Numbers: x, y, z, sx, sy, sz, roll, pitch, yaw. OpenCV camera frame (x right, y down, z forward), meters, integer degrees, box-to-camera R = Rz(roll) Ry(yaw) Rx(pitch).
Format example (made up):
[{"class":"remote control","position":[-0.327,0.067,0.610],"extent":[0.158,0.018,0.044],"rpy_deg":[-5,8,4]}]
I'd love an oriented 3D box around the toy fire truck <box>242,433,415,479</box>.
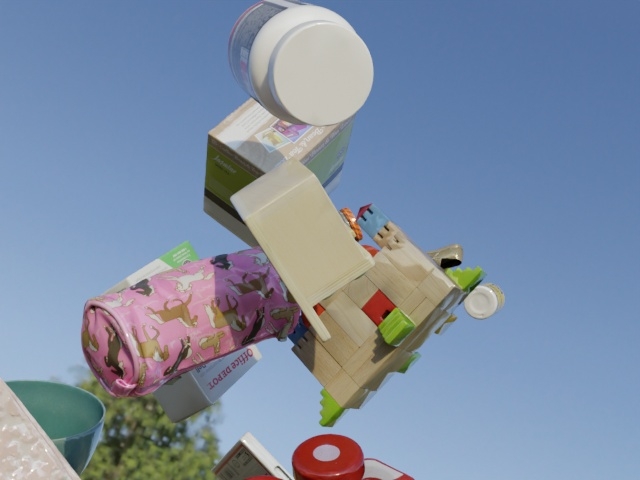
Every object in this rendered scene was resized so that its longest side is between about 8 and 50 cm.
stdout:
[{"class":"toy fire truck","position":[0.030,0.394,1.139],"extent":[0.253,0.302,0.169],"rpy_deg":[19,-59,41]}]

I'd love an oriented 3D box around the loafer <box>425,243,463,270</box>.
[{"class":"loafer","position":[0.275,0.054,2.153],"extent":[0.148,0.050,0.056],"rpy_deg":[-25,-48,10]}]

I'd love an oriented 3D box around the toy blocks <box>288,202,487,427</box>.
[{"class":"toy blocks","position":[0.068,0.107,1.613],"extent":[0.261,0.381,0.190],"rpy_deg":[45,8,26]}]

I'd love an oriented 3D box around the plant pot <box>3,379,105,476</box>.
[{"class":"plant pot","position":[-0.594,0.429,1.824],"extent":[0.290,0.196,0.290],"rpy_deg":[8,13,-2]}]

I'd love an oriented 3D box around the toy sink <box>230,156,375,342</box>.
[{"class":"toy sink","position":[-0.014,0.010,1.357],"extent":[0.234,0.131,0.153],"rpy_deg":[58,-3,-19]}]

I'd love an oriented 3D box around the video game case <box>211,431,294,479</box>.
[{"class":"video game case","position":[-0.061,0.470,1.561],"extent":[0.285,0.025,0.204],"rpy_deg":[45,-35,6]}]

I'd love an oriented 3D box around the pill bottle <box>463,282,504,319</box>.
[{"class":"pill bottle","position":[0.317,0.115,1.723],"extent":[0.065,0.065,0.116],"rpy_deg":[9,5,21]}]

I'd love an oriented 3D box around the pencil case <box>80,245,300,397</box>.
[{"class":"pencil case","position":[-0.200,0.126,1.461],"extent":[0.167,0.386,0.160],"rpy_deg":[26,-60,37]}]

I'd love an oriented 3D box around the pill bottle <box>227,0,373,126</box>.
[{"class":"pill bottle","position":[-0.041,-0.324,1.628],"extent":[0.210,0.210,0.363],"rpy_deg":[32,8,-22]}]

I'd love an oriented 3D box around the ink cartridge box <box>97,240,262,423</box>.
[{"class":"ink cartridge box","position":[-0.273,0.176,1.761],"extent":[0.121,0.211,0.289],"rpy_deg":[-30,-85,33]}]

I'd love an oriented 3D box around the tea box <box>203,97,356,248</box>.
[{"class":"tea box","position":[-0.106,-0.200,2.264],"extent":[0.220,0.329,0.324],"rpy_deg":[36,-34,14]}]

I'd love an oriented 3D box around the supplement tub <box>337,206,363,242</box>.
[{"class":"supplement tub","position":[0.000,0.000,2.190],"extent":[0.117,0.190,0.117],"rpy_deg":[60,-9,17]}]

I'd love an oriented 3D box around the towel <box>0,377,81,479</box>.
[{"class":"towel","position":[-0.541,0.425,1.383],"extent":[0.053,0.332,0.317],"rpy_deg":[-16,-67,53]}]
